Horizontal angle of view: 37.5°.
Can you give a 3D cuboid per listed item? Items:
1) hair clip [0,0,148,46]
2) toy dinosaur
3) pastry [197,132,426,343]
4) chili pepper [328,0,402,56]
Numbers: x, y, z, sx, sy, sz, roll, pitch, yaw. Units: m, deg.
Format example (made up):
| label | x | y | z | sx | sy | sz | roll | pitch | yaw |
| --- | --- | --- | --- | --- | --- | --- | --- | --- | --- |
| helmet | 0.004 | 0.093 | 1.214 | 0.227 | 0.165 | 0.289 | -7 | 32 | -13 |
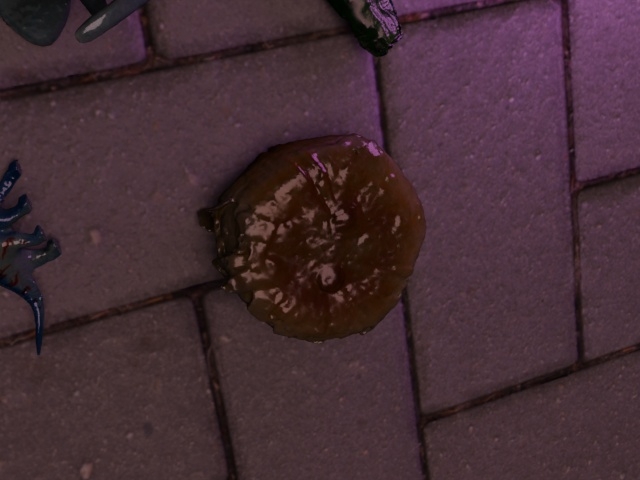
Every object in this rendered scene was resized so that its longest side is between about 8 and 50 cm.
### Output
| label | x | y | z | sx | sy | sz | roll | pitch | yaw |
| --- | --- | --- | --- | --- | --- | --- | --- | --- | --- |
| hair clip | -0.306 | -0.404 | 1.080 | 0.392 | 0.238 | 0.318 | -37 | 118 | -9 |
| toy dinosaur | -0.417 | -0.008 | 1.238 | 0.144 | 0.076 | 0.329 | -36 | 113 | -3 |
| pastry | 0.000 | 0.000 | 1.373 | 0.329 | 0.136 | 0.330 | -6 | 106 | -22 |
| chili pepper | 0.037 | -0.362 | 1.327 | 0.098 | 0.061 | 0.224 | -49 | 114 | -18 |
